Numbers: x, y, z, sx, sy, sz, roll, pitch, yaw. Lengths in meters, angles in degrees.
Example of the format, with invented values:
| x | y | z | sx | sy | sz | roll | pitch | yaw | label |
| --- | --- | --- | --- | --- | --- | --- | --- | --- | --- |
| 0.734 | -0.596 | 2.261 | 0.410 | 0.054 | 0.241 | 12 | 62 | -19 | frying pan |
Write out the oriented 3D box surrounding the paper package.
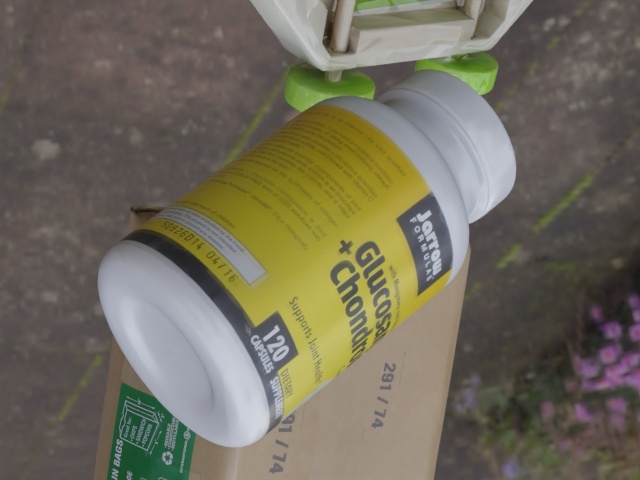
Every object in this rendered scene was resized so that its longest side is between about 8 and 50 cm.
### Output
| x | y | z | sx | sy | sz | roll | pitch | yaw | label |
| --- | --- | --- | --- | --- | --- | --- | --- | --- | --- |
| -0.034 | 0.137 | 1.305 | 0.168 | 0.325 | 0.309 | 15 | -170 | 39 | paper package |

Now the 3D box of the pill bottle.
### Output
| x | y | z | sx | sy | sz | roll | pitch | yaw | label |
| --- | --- | --- | --- | --- | --- | --- | --- | --- | --- |
| 0.000 | 0.000 | 0.652 | 0.184 | 0.103 | 0.103 | -37 | 161 | -27 | pill bottle |

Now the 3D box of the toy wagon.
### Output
| x | y | z | sx | sy | sz | roll | pitch | yaw | label |
| --- | --- | --- | --- | --- | --- | --- | --- | --- | --- |
| 0.096 | -0.221 | 0.928 | 0.344 | 0.068 | 0.267 | -14 | 127 | -41 | toy wagon |
